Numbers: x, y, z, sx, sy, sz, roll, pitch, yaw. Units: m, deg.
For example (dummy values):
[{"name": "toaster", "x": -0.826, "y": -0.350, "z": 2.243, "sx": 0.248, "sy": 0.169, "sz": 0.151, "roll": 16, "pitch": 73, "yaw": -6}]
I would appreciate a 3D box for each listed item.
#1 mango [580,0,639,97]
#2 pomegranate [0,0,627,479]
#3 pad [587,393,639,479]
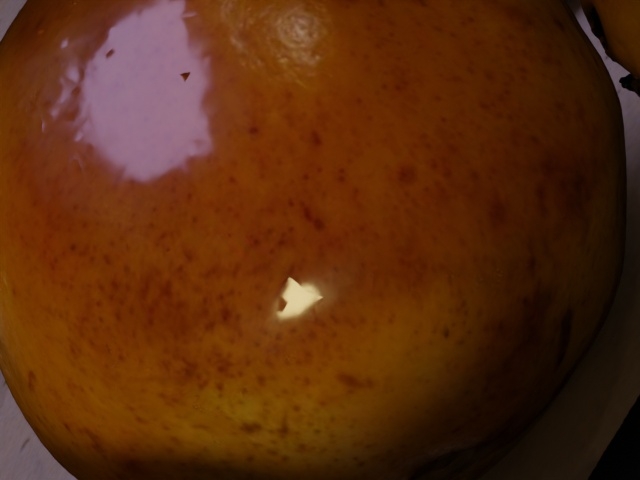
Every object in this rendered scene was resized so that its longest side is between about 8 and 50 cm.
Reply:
[{"name": "mango", "x": 0.192, "y": -0.151, "z": 0.707, "sx": 0.156, "sy": 0.151, "sz": 0.249, "roll": 34, "pitch": 81, "yaw": 39}, {"name": "pomegranate", "x": -0.011, "y": -0.014, "z": 0.748, "sx": 0.264, "sy": 0.264, "sz": 0.264, "roll": -45, "pitch": 22, "yaw": 24}, {"name": "pad", "x": 0.144, "y": 0.061, "z": 0.640, "sx": 0.112, "sy": 0.003, "sz": 0.157, "roll": -56, "pitch": 20, "yaw": -11}]
